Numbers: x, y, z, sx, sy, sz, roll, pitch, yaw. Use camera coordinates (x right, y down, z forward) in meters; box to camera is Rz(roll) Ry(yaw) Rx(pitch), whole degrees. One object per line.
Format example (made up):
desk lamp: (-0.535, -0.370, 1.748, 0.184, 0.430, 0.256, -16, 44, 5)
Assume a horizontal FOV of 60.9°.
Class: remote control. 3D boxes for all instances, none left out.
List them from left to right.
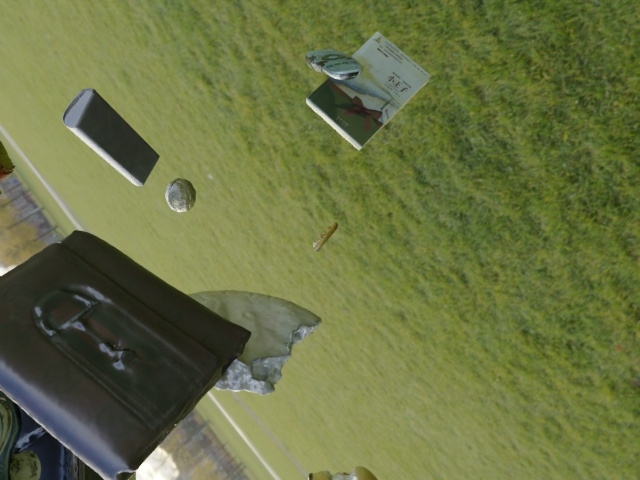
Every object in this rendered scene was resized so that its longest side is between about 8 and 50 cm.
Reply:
remote control: (0.026, -0.408, 1.263, 0.256, 0.097, 0.045, -118, 19, -60)

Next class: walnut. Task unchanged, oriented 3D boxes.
walnut: (-0.361, -0.117, 1.410, 0.092, 0.092, 0.092, 43, 157, 23)

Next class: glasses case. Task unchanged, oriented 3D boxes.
glasses case: (-0.343, -0.167, 0.911, 0.042, 0.072, 0.191, 22, 164, 25)

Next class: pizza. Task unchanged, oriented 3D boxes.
pizza: (0.000, 0.000, 1.591, 0.026, 0.123, 0.108, 43, 148, -4)

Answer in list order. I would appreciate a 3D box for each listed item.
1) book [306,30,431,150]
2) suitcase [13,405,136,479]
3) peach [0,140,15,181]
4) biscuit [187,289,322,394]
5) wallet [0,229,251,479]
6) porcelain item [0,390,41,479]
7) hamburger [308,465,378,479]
book: (0.128, -0.399, 1.444, 0.201, 0.289, 0.026, 42, 168, 6)
suitcase: (-0.424, 0.376, 0.927, 0.283, 0.194, 0.434, 112, 153, -76)
peach: (-0.760, -0.199, 1.204, 0.092, 0.127, 0.172, -88, 8, -62)
biscuit: (-0.108, 0.110, 0.637, 0.188, 0.265, 0.040, 36, 121, 44)
wallet: (-0.206, 0.088, 0.510, 0.229, 0.182, 0.049, 31, 135, 12)
porcelain item: (-0.418, 0.308, 0.678, 0.186, 0.137, 0.288, 18, -129, -66)
hamburger: (0.077, 0.645, 1.161, 0.261, 0.186, 0.303, 82, -176, -47)
